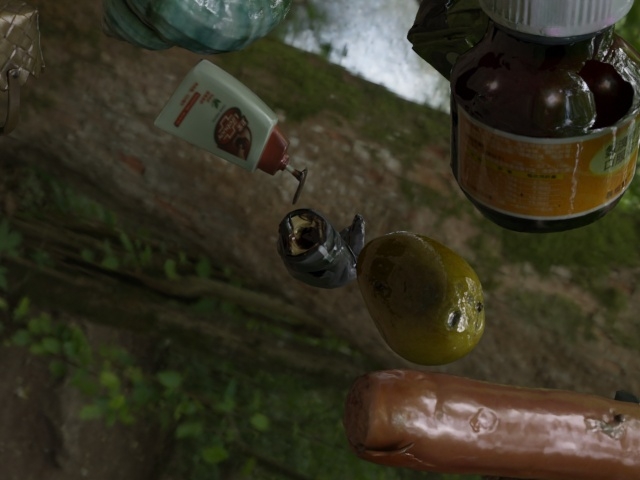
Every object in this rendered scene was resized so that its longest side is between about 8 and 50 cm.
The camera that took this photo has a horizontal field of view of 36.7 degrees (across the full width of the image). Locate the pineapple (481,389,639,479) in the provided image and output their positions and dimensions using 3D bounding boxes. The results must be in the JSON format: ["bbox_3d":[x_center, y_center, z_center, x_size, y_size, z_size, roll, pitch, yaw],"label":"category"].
[{"bbox_3d":[0.297,0.286,1.141,0.310,0.170,0.141,117,-17,-47],"label":"pineapple"}]

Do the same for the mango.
[{"bbox_3d":[0.111,0.063,1.149,0.137,0.195,0.098,-55,145,5],"label":"mango"}]

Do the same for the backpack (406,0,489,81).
[{"bbox_3d":[0.276,-0.328,1.520,0.207,0.253,0.140,30,74,-33],"label":"backpack"}]

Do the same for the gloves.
[{"bbox_3d":[-0.005,0.009,1.363,0.119,0.142,0.285,-70,165,7],"label":"gloves"}]

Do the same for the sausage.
[{"bbox_3d":[0.214,0.184,0.900,0.094,0.419,0.094,4,-98,65],"label":"sausage"}]

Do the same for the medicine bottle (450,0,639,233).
[{"bbox_3d":[0.263,-0.210,1.132,0.242,0.243,0.395,-56,150,-32],"label":"medicine bottle"}]

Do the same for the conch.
[{"bbox_3d":[-0.176,-0.329,1.279,0.195,0.277,0.220,64,17,-17],"label":"conch"}]

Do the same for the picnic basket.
[{"bbox_3d":[-0.434,-0.224,1.266,0.138,0.128,0.178,-22,126,-41],"label":"picnic basket"}]

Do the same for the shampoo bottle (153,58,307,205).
[{"bbox_3d":[-0.135,-0.178,1.677,0.153,0.284,0.071,-52,-178,23],"label":"shampoo bottle"}]
